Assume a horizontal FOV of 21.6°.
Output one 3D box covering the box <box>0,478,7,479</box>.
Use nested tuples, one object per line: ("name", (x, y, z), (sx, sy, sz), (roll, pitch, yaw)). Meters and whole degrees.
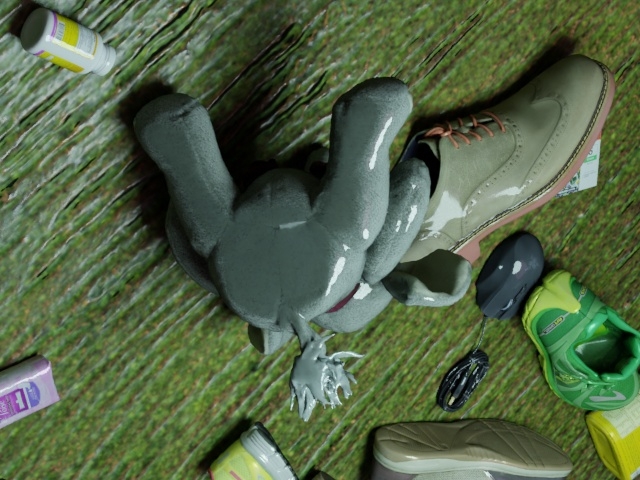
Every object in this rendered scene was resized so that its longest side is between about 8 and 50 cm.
("box", (-0.379, 0.326, 1.716), (0.162, 0.029, 0.116), (-25, 127, -24))

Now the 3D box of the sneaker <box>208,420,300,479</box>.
("sneaker", (-0.063, 0.296, 1.902), (0.094, 0.081, 0.208), (-33, 125, -5))

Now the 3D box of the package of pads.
("package of pads", (-0.304, 0.151, 1.668), (0.083, 0.032, 0.050), (-24, 124, -23))

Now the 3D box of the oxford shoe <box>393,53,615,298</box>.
("oxford shoe", (0.177, -0.090, 1.817), (0.348, 0.123, 0.130), (-46, 127, -6))

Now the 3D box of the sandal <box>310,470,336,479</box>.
("sandal", (0.044, 0.367, 2.015), (0.079, 0.088, 0.240), (-43, 125, 5))

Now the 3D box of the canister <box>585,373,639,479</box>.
("canister", (0.441, 0.227, 2.219), (0.170, 0.073, 0.126), (-35, 130, -12))

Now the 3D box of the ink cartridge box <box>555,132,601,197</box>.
("ink cartridge box", (0.293, -0.112, 1.947), (0.063, 0.029, 0.115), (-17, 124, -27))

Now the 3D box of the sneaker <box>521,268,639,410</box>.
("sneaker", (0.335, 0.147, 2.051), (0.109, 0.123, 0.295), (-49, 143, -5))

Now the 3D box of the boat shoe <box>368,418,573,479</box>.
("boat shoe", (0.179, 0.280, 2.047), (0.285, 0.103, 0.092), (5, 117, -33))

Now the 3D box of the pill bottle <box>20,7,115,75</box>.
("pill bottle", (-0.228, -0.178, 1.526), (0.083, 0.043, 0.043), (23, 101, -42))

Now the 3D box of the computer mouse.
("computer mouse", (0.205, 0.103, 1.999), (0.071, 0.041, 0.242), (8, 111, -39))

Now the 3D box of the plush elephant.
("plush elephant", (0.000, 0.000, 1.675), (0.272, 0.255, 0.330), (-11, 90, 14))
